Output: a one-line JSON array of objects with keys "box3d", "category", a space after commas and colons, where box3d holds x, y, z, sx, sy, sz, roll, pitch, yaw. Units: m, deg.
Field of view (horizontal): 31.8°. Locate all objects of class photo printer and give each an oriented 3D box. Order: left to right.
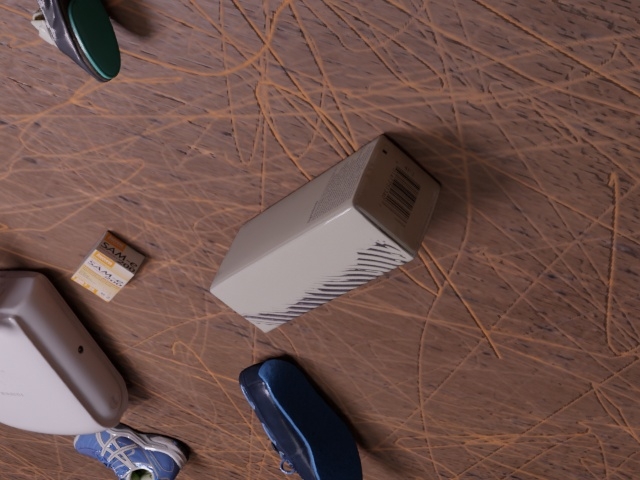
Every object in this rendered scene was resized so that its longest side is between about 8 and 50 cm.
[{"box3d": [-0.450, 0.182, 1.700, 0.256, 0.107, 0.307, -1, 135, 30], "category": "photo printer"}]

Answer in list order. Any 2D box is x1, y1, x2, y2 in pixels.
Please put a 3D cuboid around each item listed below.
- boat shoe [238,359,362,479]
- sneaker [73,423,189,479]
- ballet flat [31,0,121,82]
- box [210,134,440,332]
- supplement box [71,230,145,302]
[{"box3d": [-0.024, 0.267, 1.590, 0.089, 0.109, 0.258, -7, 116, 44], "category": "boat shoe"}, {"box3d": [-0.325, 0.357, 1.857, 0.211, 0.081, 0.080, 6, 140, 26], "category": "sneaker"}, {"box3d": [-0.266, -0.250, 1.129, 0.074, 0.074, 0.203, 1, 130, 28], "category": "ballet flat"}, {"box3d": [0.000, 0.000, 1.238, 0.094, 0.113, 0.275, 39, 142, -18], "category": "box"}, {"box3d": [-0.284, 0.036, 1.497, 0.062, 0.036, 0.098, 34, 141, -12], "category": "supplement box"}]
